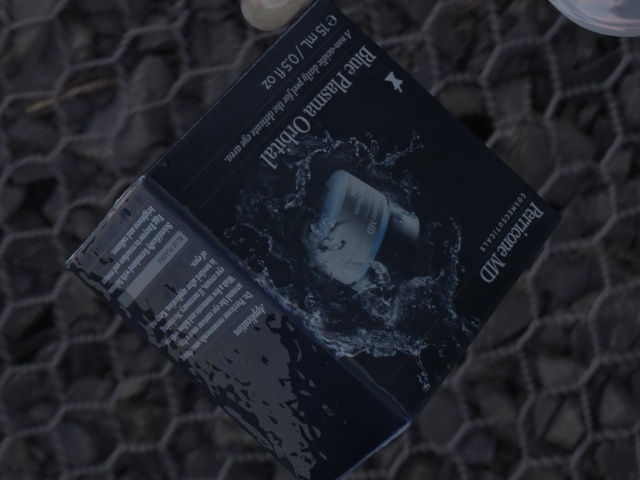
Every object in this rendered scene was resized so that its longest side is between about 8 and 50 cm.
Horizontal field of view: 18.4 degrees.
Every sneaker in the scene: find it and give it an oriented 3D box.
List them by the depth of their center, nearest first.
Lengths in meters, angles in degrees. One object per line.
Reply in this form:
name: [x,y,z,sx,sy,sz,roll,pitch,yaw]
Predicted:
sneaker: [0.206,-0.226,1.528,0.212,0.080,0.094,26,161,-21]

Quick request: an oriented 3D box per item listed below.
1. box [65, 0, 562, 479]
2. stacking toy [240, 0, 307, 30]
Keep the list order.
box: [0.000,0.000,0.905,0.158,0.156,0.093,43,140,-3]
stacking toy: [-0.122,-0.281,1.255,0.330,0.141,0.141,36,115,-9]
